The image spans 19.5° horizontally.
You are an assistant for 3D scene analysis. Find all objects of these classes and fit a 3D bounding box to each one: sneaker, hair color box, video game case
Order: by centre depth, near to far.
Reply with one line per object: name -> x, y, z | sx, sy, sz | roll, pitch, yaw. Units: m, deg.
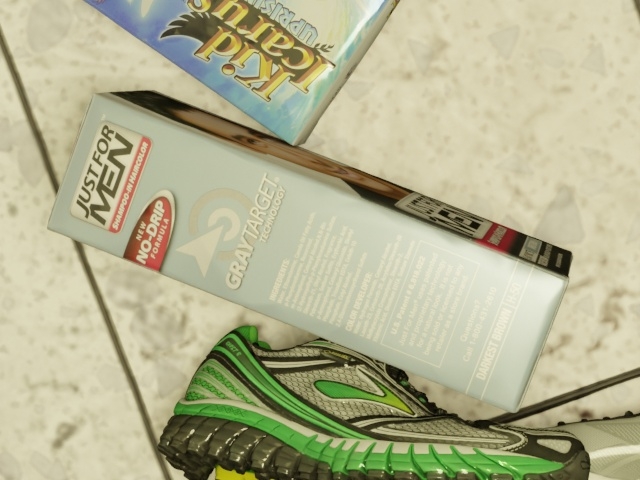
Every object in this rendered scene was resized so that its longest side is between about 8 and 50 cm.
sneaker -> 0.043, 0.135, 1.430 | 0.343, 0.134, 0.146 | 9, 65, 24
hair color box -> 0.000, 0.000, 1.434 | 0.374, 0.185, 0.114 | 21, 98, 6
sneaker -> 0.246, 0.174, 1.471 | 0.271, 0.100, 0.108 | 8, 67, 13
video game case -> -0.059, -0.250, 1.483 | 0.269, 0.061, 0.244 | 35, 100, 4
